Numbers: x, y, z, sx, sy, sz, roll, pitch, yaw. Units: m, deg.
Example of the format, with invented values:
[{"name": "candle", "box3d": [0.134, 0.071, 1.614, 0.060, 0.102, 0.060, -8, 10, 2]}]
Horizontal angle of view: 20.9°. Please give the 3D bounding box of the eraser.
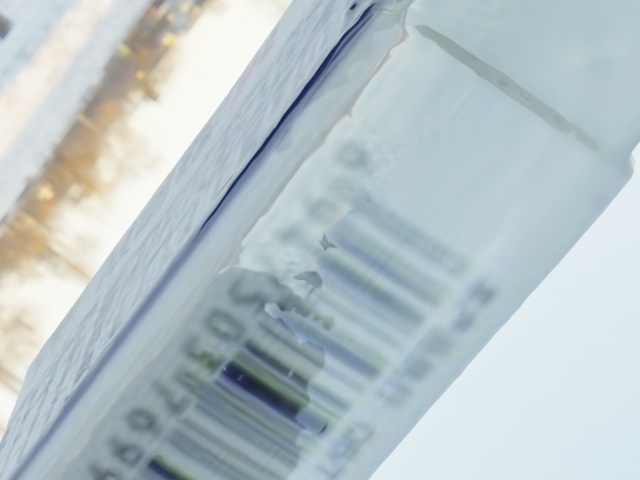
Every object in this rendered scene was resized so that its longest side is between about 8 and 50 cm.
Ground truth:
[{"name": "eraser", "box3d": [0.000, 0.000, 0.493, 0.279, 0.081, 0.124, -52, -166, 24]}]
